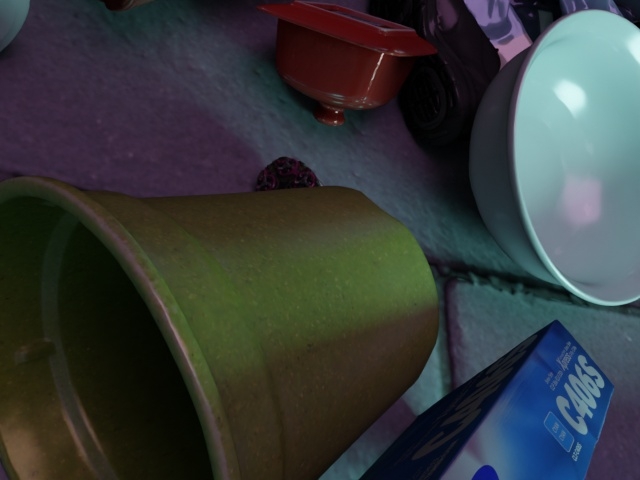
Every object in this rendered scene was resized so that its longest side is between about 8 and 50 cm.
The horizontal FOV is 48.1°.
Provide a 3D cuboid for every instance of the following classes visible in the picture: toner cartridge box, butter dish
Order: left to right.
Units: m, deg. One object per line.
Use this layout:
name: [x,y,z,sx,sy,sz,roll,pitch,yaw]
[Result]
butter dish: [0.022,-0.178,0.753,0.160,0.118,0.160,23,24,18]
toner cartridge box: [0.082,0.165,0.464,0.075,0.165,0.348,51,27,11]

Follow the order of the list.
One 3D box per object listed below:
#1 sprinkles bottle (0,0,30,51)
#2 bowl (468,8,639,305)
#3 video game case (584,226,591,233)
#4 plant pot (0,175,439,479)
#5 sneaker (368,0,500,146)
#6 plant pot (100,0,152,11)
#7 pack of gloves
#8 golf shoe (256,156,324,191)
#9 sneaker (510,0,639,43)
sprinkles bottle: [-0.407,-0.306,0.611,0.355,0.121,0.121,47,53,6]
bowl: [0.255,-0.082,0.764,0.298,0.134,0.298,0,89,-34]
video game case: [0.374,-0.014,0.876,0.087,0.011,0.122,45,53,4]
plant pot: [-0.059,0.071,0.495,0.254,0.276,0.276,-19,72,-44]
sneaker: [0.146,-0.240,0.867,0.130,0.109,0.286,-1,72,-34]
plant pot: [-0.136,-0.371,0.710,0.265,0.272,0.272,-38,83,-29]
pack of gloves: [0.278,-0.295,0.916,0.195,0.046,0.232,-22,95,-3]
golf shoe: [0.000,0.000,0.675,0.067,0.086,0.186,-36,61,4]
sneaker: [0.352,-0.315,0.970,0.350,0.148,0.131,22,55,-13]
